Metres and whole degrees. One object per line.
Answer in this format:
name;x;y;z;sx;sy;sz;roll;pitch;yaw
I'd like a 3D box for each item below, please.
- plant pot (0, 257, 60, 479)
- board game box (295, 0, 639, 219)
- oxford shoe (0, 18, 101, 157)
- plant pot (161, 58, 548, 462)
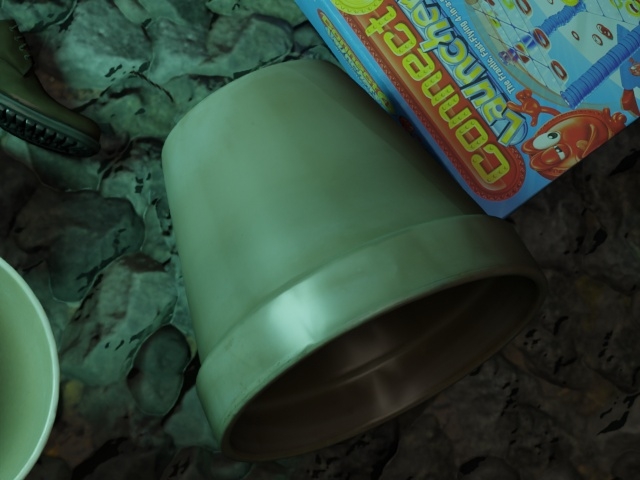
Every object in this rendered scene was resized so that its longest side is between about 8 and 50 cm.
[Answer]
plant pot;-0.357;0.142;1.668;0.257;0.274;0.256;2;76;-9
board game box;0.183;-0.212;1.897;0.302;0.086;0.308;-37;88;-12
oxford shoe;-0.294;-0.159;1.825;0.227;0.083;0.096;34;75;-3
plant pot;0.000;0.000;1.752;0.323;0.323;0.280;-23;70;-11
